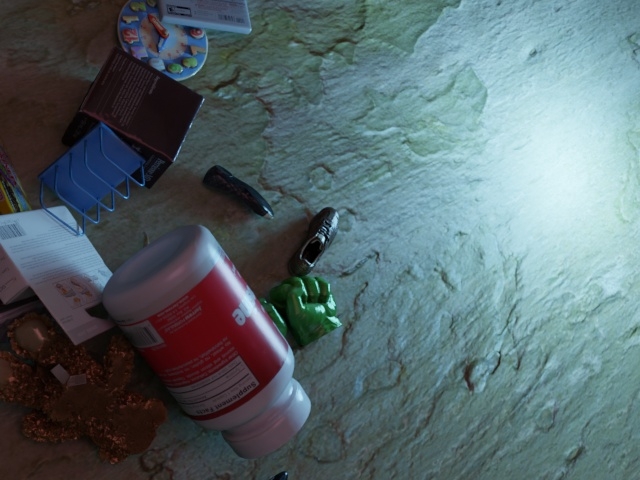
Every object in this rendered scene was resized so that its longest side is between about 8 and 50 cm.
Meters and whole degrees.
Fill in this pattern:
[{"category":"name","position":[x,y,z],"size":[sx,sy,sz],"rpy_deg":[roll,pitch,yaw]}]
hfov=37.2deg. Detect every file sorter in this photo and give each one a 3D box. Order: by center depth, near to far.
[{"category":"file sorter","position":[-0.427,-0.109,1.777],"size":[0.118,0.170,0.105],"rpy_deg":[42,19,-35]}]

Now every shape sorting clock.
[{"category":"shape sorting clock","position":[-0.336,-0.439,2.041],"size":[0.206,0.040,0.206],"rpy_deg":[8,72,-25]}]

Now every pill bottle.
[{"category":"pill bottle","position":[-0.193,0.193,1.734],"size":[0.229,0.229,0.408],"rpy_deg":[-46,114,-30]}]

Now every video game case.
[{"category":"video game case","position":[-0.265,-0.552,2.102],"size":[0.212,0.023,0.194],"rpy_deg":[1,65,-29]}]

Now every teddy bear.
[{"category":"teddy bear","position":[-0.441,0.264,1.711],"size":[0.337,0.113,0.245],"rpy_deg":[19,89,-26]}]

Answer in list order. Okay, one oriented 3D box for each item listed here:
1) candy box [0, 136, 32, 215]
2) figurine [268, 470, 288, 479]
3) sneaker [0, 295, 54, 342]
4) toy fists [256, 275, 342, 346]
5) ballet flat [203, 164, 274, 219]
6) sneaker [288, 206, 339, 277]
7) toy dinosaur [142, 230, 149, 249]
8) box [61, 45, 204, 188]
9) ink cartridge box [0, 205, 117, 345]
[{"category":"candy box","position":[-0.597,-0.125,1.778],"size":[0.027,0.105,0.206],"rpy_deg":[-25,87,3]},{"category":"figurine","position":[-0.110,0.575,1.799],"size":[0.209,0.092,0.215],"rpy_deg":[-25,87,-22]},{"category":"sneaker","position":[-0.608,0.091,1.693],"size":[0.321,0.124,0.180],"rpy_deg":[-15,66,-44]},{"category":"toy fists","position":[-0.083,0.164,1.956],"size":[0.279,0.096,0.142],"rpy_deg":[-27,88,-30]},{"category":"ballet flat","position":[-0.171,-0.097,2.027],"size":[0.173,0.049,0.057],"rpy_deg":[36,17,-14]},{"category":"sneaker","position":[0.000,0.000,2.062],"size":[0.066,0.071,0.188],"rpy_deg":[36,62,-13]},{"category":"toy dinosaur","position":[-0.339,0.062,1.865],"size":[0.092,0.053,0.183],"rpy_deg":[4,72,13]},{"category":"box","position":[-0.373,-0.241,1.887],"size":[0.203,0.168,0.167],"rpy_deg":[29,63,-16]},{"category":"ink cartridge box","position":[-0.466,0.067,1.686],"size":[0.066,0.296,0.261],"rpy_deg":[-37,88,13]}]
